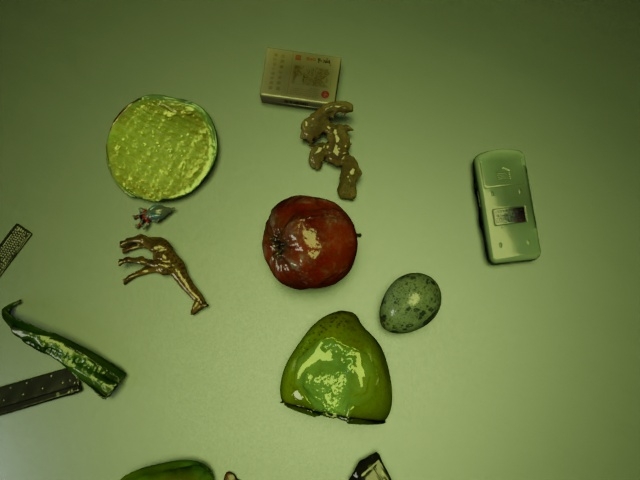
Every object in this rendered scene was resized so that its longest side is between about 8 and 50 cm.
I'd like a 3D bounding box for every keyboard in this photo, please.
[{"bbox_3d":[-0.711,0.376,1.841,0.231,0.023,0.072,-16,73,-3],"label":"keyboard"},{"bbox_3d":[-0.811,0.031,1.908,0.053,0.010,0.155,33,82,5],"label":"keyboard"}]

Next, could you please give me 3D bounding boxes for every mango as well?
[{"bbox_3d":[-0.368,0.592,1.757,0.232,0.111,0.126,-6,94,-13],"label":"mango"}]

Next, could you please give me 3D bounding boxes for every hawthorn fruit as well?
[{"bbox_3d":[0.000,0.000,1.820,0.271,0.242,0.242,-7,78,-32],"label":"hawthorn fruit"}]

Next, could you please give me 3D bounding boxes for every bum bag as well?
[{"bbox_3d":[0.158,0.628,1.768,0.106,0.060,0.233,-34,79,4],"label":"bum bag"}]

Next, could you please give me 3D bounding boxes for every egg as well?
[{"bbox_3d":[0.217,0.156,1.815,0.172,0.132,0.132,-43,82,5],"label":"egg"}]

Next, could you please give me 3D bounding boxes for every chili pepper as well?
[{"bbox_3d":[-0.647,0.261,1.832,0.359,0.076,0.085,34,65,4],"label":"chili pepper"}]

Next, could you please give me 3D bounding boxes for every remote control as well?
[{"bbox_3d":[0.472,-0.089,1.894,0.140,0.056,0.297,-6,79,-2],"label":"remote control"}]

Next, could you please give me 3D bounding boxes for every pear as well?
[{"bbox_3d":[0.053,0.302,1.780,0.292,0.159,0.293,0,77,0],"label":"pear"}]

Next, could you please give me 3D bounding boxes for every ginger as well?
[{"bbox_3d":[0.029,-0.227,1.920,0.149,0.065,0.259,-9,93,15],"label":"ginger"}]

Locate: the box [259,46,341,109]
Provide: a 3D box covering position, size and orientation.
[{"bbox_3d":[-0.052,-0.425,1.958,0.201,0.058,0.141,7,80,2],"label":"box"}]

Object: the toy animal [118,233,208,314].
[{"bbox_3d":[-0.394,0.077,1.876,0.275,0.054,0.149,23,83,4],"label":"toy animal"}]

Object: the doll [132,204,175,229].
[{"bbox_3d":[-0.430,-0.069,1.909,0.114,0.039,0.057,-20,38,5],"label":"doll"}]

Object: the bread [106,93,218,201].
[{"bbox_3d":[-0.414,-0.238,1.936,0.301,0.045,0.302,-1,80,3],"label":"bread"}]

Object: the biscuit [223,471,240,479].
[{"bbox_3d":[-0.224,0.633,1.791,0.130,0.019,0.119,-35,81,-5],"label":"biscuit"}]
